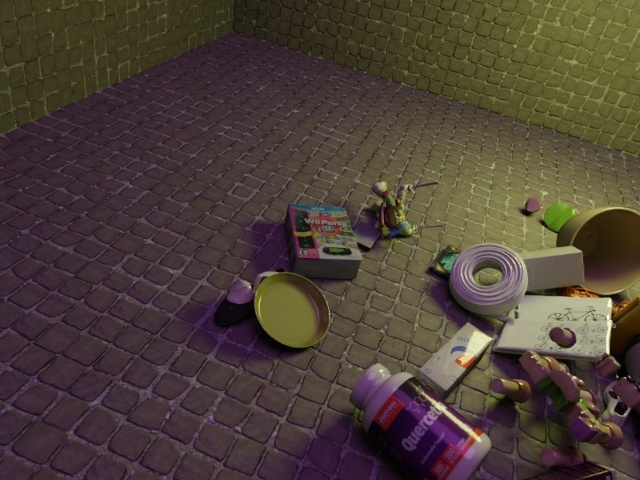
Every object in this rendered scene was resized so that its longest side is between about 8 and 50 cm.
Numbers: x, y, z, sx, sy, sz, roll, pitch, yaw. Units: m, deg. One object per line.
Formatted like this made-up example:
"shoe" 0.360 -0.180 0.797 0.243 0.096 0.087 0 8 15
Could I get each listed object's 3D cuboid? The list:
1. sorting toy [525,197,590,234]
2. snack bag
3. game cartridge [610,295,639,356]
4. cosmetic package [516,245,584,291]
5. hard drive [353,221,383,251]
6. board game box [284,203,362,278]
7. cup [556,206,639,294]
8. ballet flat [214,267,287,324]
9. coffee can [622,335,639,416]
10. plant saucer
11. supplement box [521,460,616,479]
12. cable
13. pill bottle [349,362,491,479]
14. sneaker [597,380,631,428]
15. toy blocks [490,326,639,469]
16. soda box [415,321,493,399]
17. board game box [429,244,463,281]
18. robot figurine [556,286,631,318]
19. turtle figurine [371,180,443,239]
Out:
"sorting toy" 1.088 -0.085 2.317 0.365 0.127 0.126 31 11 26
"snack bag" 0.748 0.260 1.655 0.323 0.037 0.342 -2 25 35
"game cartridge" 1.067 0.300 1.624 0.324 0.285 0.052 15 54 2
"cosmetic package" 0.795 0.101 1.852 0.238 0.127 0.107 -7 12 4
"hard drive" 0.169 -0.016 1.973 0.094 0.022 0.135 25 38 15
"board game box" 0.000 0.000 1.840 0.224 0.097 0.303 3 37 -14
"cup" 1.047 0.016 2.008 0.331 0.331 0.237 8 12 -7
"ballet flat" -0.205 0.152 1.572 0.095 0.096 0.280 22 34 38
"coffee can" 1.009 0.429 1.503 0.201 0.201 0.275 18 37 6
"plant saucer" -0.087 0.207 1.534 0.241 0.037 0.241 16 51 -20
"supplement box" 0.564 0.601 1.192 0.239 0.130 0.073 -3 -4 -22
"cable" 0.563 0.129 1.767 0.257 0.089 0.257 10 62 27
"pill bottle" 0.228 0.445 1.253 0.323 0.181 0.181 36 42 27
"sneaker" 0.864 0.465 1.501 0.080 0.094 0.212 28 39 21
"toy blocks" 0.680 0.408 1.364 0.260 0.309 0.288 22 26 -34
"soda box" 0.377 0.353 1.493 0.091 0.098 0.286 36 41 27
"board game box" 0.494 0.091 1.933 0.126 0.026 0.186 29 39 19
"robot figurine" 0.985 0.255 1.822 0.291 0.085 0.211 15 37 2
"turtle figurine" 0.325 -0.126 2.026 0.198 0.275 0.266 43 5 -40
